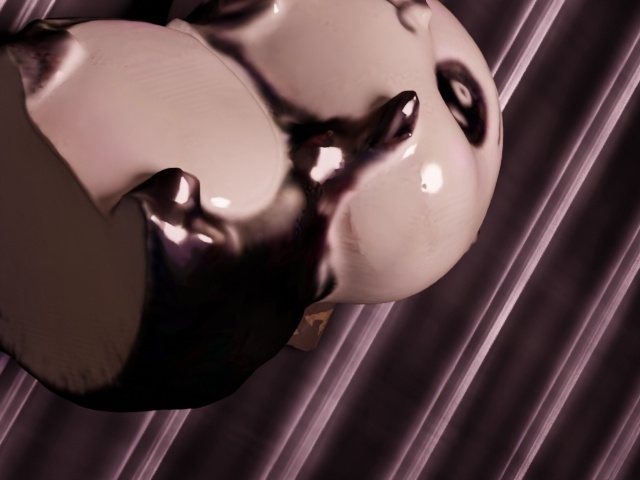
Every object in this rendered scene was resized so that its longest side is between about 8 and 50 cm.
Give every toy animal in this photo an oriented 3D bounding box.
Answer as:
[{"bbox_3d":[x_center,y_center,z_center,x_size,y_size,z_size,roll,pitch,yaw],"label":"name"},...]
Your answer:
[{"bbox_3d":[-0.038,-0.047,0.948,0.310,0.251,0.250,-19,121,-35],"label":"toy animal"}]

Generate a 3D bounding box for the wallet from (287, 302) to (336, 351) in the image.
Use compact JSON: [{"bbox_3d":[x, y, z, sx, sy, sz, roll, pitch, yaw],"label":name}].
[{"bbox_3d":[0.000,0.000,1.147,0.082,0.018,0.156,25,92,-46],"label":"wallet"}]
